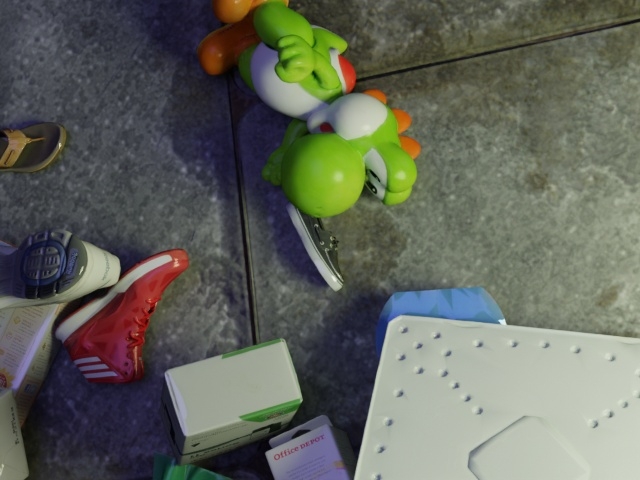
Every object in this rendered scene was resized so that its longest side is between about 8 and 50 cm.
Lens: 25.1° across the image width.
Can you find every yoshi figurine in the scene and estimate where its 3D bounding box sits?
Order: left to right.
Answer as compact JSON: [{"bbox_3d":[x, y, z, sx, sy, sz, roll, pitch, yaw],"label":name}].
[{"bbox_3d":[-0.034,-0.170,1.887,0.203,0.203,0.362,-46,71,12],"label":"yoshi figurine"}]

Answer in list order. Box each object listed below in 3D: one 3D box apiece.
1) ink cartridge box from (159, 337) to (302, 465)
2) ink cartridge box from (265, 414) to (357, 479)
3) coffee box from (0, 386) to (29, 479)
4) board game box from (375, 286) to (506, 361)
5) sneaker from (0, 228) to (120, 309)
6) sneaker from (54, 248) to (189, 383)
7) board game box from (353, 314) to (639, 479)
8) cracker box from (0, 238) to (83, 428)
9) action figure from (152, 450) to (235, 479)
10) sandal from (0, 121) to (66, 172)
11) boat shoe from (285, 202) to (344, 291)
[{"bbox_3d":[-0.115,0.204,1.785,0.153,0.208,0.087,-16,75,-12],"label":"ink cartridge box"},{"bbox_3d":[0.001,0.301,1.808,0.092,0.090,0.143,-25,70,10],"label":"ink cartridge box"},{"bbox_3d":[-0.526,0.257,1.929,0.246,0.098,0.141,8,117,26],"label":"coffee box"},{"bbox_3d":[0.156,0.128,1.832,0.168,0.033,0.133,-5,90,12],"label":"board game box"},{"bbox_3d":[-0.397,0.054,1.913,0.297,0.129,0.111,-3,79,32],"label":"sneaker"},{"bbox_3d":[-0.243,0.114,1.944,0.221,0.087,0.128,-37,78,19],"label":"sneaker"},{"bbox_3d":[0.239,0.271,1.658,0.389,0.050,0.390,5,51,12],"label":"board game box"},{"bbox_3d":[-0.442,0.127,1.999,0.155,0.067,0.232,24,86,19],"label":"cracker box"},{"bbox_3d":[-0.191,0.405,1.857,0.137,0.063,0.232,17,79,18],"label":"action figure"},{"bbox_3d":[-0.452,-0.135,2.074,0.180,0.049,0.072,-3,76,16],"label":"sandal"},{"bbox_3d":[0.000,0.000,1.904,0.040,0.049,0.142,-31,68,7],"label":"boat shoe"}]
